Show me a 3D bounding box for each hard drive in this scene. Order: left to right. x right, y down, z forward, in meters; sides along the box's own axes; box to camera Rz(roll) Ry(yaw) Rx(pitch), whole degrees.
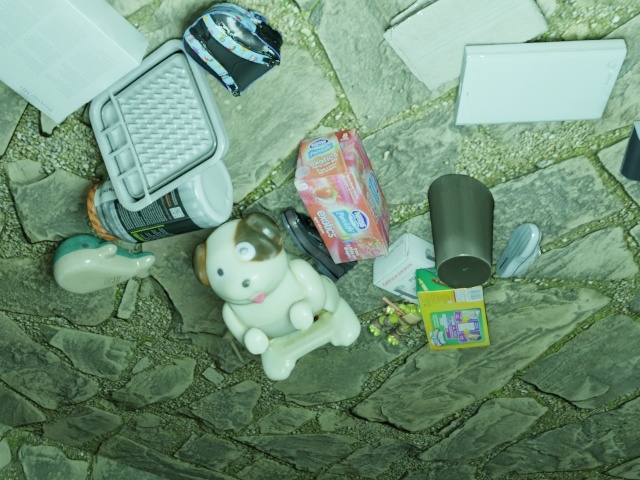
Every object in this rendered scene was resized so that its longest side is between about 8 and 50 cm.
[{"bbox_3d":[0.438,-0.319,1.610,0.308,0.040,0.203,-2,147,1],"label":"hard drive"},{"bbox_3d":[0.810,-0.192,1.742,0.255,0.054,0.172,1,140,6],"label":"hard drive"}]

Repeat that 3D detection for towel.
[{"bbox_3d":[0.281,-0.419,1.548,0.282,0.049,0.187,-23,134,29],"label":"towel"}]

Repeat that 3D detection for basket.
[{"bbox_3d":[0.340,-0.011,1.886,0.154,0.226,0.204,-19,135,27],"label":"basket"}]

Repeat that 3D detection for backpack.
[{"bbox_3d":[-0.180,-0.398,1.576,0.173,0.116,0.158,35,133,-31],"label":"backpack"}]

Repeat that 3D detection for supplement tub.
[{"bbox_3d":[-0.386,-0.101,1.899,0.316,0.193,0.193,-12,137,20],"label":"supplement tub"}]

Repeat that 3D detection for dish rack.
[{"bbox_3d":[-0.343,-0.243,1.713,0.333,0.285,0.072,-26,171,32],"label":"dish rack"}]

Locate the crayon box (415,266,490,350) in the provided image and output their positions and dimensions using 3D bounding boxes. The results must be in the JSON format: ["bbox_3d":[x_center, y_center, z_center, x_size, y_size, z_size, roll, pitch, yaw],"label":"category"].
[{"bbox_3d":[0.352,0.180,2.087,0.166,0.081,0.278,-7,139,12],"label":"crayon box"}]

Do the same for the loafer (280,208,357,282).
[{"bbox_3d":[0.000,0.000,2.060,0.095,0.109,0.302,-29,138,10],"label":"loafer"}]

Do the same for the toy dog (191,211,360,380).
[{"bbox_3d":[-0.122,0.097,1.934,0.285,0.395,0.408,-21,145,15],"label":"toy dog"}]

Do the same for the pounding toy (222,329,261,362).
[{"bbox_3d":[-0.197,0.311,2.456,0.206,0.094,0.181,28,141,-11],"label":"pounding toy"}]

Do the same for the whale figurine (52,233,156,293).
[{"bbox_3d":[-0.602,0.053,2.188,0.272,0.141,0.216,-4,147,-28],"label":"whale figurine"}]

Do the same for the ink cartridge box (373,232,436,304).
[{"bbox_3d":[0.271,0.088,2.119,0.218,0.092,0.158,26,135,-21],"label":"ink cartridge box"}]

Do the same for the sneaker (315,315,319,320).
[{"bbox_3d":[0.008,0.171,2.293,0.075,0.057,0.161,-15,137,-1],"label":"sneaker"}]

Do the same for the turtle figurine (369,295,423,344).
[{"bbox_3d":[0.240,0.219,2.284,0.270,0.087,0.217,19,145,-28],"label":"turtle figurine"}]

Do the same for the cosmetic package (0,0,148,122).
[{"bbox_3d":[-0.587,-0.439,1.596,0.285,0.097,0.377,-25,131,30],"label":"cosmetic package"}]

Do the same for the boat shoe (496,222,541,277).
[{"bbox_3d":[0.526,0.024,2.033,0.076,0.083,0.226,1,153,-12],"label":"boat shoe"}]

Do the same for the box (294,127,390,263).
[{"bbox_3d":[0.059,-0.100,1.876,0.142,0.154,0.300,-10,136,18],"label":"box"}]
